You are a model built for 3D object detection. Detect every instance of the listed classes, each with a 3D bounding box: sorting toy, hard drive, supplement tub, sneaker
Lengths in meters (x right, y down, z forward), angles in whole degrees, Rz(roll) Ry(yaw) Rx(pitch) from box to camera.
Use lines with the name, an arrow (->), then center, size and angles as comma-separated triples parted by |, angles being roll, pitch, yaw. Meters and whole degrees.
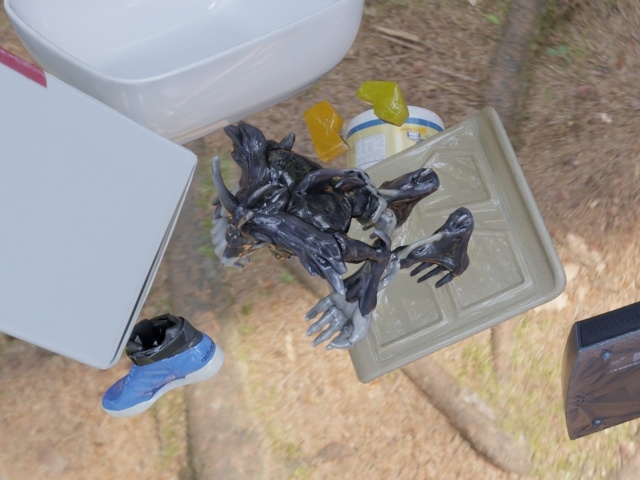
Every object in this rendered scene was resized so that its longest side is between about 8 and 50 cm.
sorting toy -> 0.094, -0.035, 1.173 | 0.229, 0.041, 0.307 | -28, 60, 19
hard drive -> 0.373, 0.153, 1.440 | 0.172, 0.255, 0.054 | -18, 56, -2
supplement tub -> 0.109, -0.076, 1.675 | 0.144, 0.144, 0.200 | -7, 71, 18
sneaker -> -0.180, 0.122, 1.191 | 0.152, 0.058, 0.084 | -24, 126, 26

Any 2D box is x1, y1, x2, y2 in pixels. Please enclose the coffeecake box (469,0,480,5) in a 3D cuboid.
coffeecake box -> 0.123, -0.303, 0.944 | 0.142, 0.068, 0.185 | -34, 76, -19

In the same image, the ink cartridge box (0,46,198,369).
ink cartridge box -> -0.145, -0.028, 0.375 | 0.175, 0.127, 0.072 | 13, 79, 49

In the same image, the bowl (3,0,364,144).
bowl -> -0.063, -0.098, 0.562 | 0.142, 0.142, 0.053 | 36, 145, 42

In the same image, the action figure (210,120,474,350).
action figure -> 0.000, 0.000, 0.890 | 0.164, 0.275, 0.141 | 51, 118, 28
